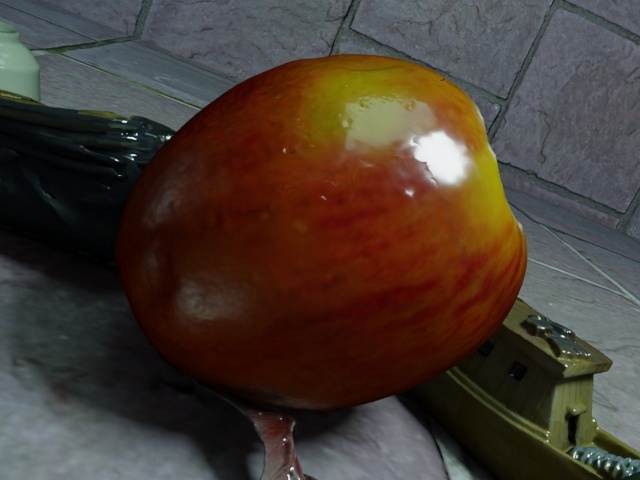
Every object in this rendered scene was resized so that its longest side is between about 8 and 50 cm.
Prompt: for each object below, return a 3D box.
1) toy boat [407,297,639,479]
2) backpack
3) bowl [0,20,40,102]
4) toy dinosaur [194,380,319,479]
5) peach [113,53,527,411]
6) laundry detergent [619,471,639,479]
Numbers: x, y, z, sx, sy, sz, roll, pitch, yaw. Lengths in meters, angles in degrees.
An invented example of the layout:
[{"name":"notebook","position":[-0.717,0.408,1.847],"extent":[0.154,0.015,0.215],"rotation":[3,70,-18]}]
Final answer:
[{"name":"toy boat","position":[0.147,0.109,0.526],"extent":[0.089,0.121,0.321],"rotation":[1,26,-38]},{"name":"backpack","position":[-0.200,-0.058,0.597],"extent":[0.206,0.133,0.258],"rotation":[15,10,3]},{"name":"bowl","position":[-0.443,-0.223,0.807],"extent":[0.211,0.112,0.211],"rotation":[20,18,-7]},{"name":"toy dinosaur","position":[-0.003,0.149,0.350],"extent":[0.220,0.032,0.108],"rotation":[42,20,26]},{"name":"peach","position":[0.000,0.000,0.464],"extent":[0.238,0.281,0.281],"rotation":[67,18,-4]},{"name":"laundry detergent","position":[0.237,0.200,0.361],"extent":[0.222,0.078,0.144],"rotation":[14,60,-34]}]
